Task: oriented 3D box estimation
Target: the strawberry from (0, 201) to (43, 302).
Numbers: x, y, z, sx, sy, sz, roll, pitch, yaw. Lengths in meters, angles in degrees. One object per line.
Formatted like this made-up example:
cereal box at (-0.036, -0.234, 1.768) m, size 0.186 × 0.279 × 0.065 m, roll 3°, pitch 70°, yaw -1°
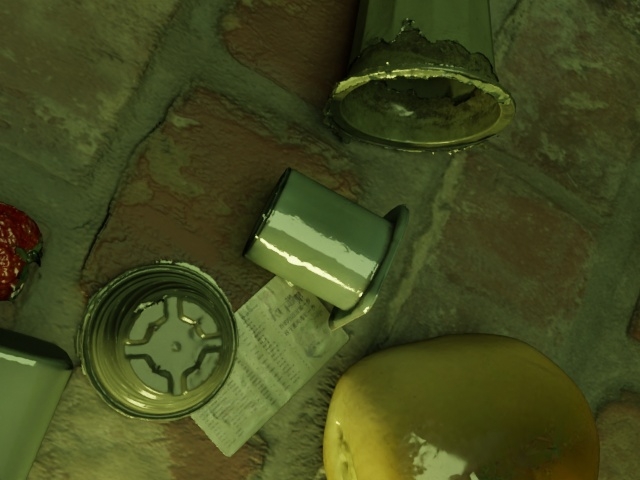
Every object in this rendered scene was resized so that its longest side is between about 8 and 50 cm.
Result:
strawberry at (-0.438, 0.005, 1.251) m, size 0.148 × 0.131 × 0.131 m, roll 39°, pitch 74°, yaw -24°

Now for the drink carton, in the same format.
drink carton at (0.000, 0.000, 1.404) m, size 0.190 × 0.185 × 0.191 m, roll 27°, pitch 70°, yaw -5°

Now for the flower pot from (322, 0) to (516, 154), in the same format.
flower pot at (0.148, -0.291, 1.437) m, size 0.291 × 0.290 × 0.259 m, roll 10°, pitch 74°, yaw -21°

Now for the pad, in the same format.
pad at (-0.090, 0.177, 1.441) m, size 0.265 × 0.009 × 0.159 m, roll -43°, pitch 103°, yaw -18°

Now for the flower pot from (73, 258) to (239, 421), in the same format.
flower pot at (-0.210, 0.140, 1.322) m, size 0.236 × 0.140 × 0.235 m, roll 2°, pitch 85°, yaw -19°

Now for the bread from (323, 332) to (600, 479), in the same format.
bread at (0.215, 0.313, 1.428) m, size 0.376 × 0.253 × 0.347 m, roll -4°, pitch 86°, yaw -23°

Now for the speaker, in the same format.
speaker at (-0.531, 0.172, 1.178) m, size 0.406 × 0.183 × 0.184 m, roll 19°, pitch 86°, yaw -20°
